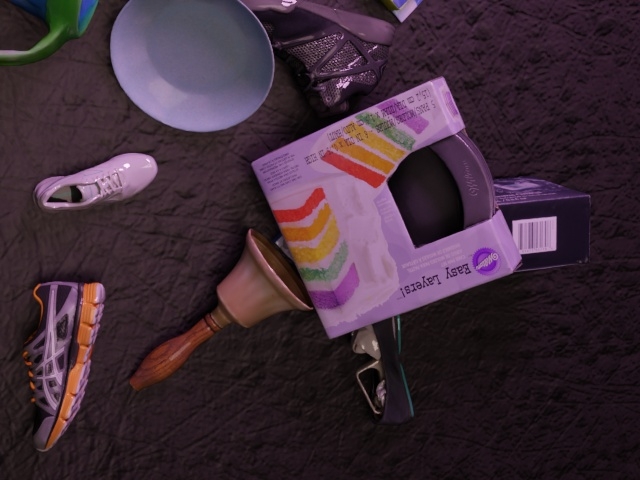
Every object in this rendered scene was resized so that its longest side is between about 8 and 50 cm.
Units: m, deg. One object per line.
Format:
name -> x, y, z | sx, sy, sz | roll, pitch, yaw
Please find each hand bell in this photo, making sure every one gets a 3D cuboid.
hand bell -> -0.139, 0.109, 1.361 | 0.242, 0.126, 0.126 | -39, 110, 7

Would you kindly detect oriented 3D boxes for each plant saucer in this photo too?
plant saucer -> -0.147, -0.220, 1.281 | 0.195, 0.037, 0.195 | 4, 127, 5

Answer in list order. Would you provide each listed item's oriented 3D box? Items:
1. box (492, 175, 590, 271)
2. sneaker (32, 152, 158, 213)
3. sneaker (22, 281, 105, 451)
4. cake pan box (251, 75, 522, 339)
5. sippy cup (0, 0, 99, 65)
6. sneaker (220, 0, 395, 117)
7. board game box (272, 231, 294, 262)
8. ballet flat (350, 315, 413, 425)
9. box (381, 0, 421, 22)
box -> 0.239, -0.022, 1.404 | 0.156, 0.158, 0.093 | -6, 103, -16
sneaker -> -0.264, -0.062, 1.296 | 0.152, 0.061, 0.054 | -20, 104, -14
sneaker -> -0.321, 0.148, 1.317 | 0.083, 0.084, 0.215 | 13, 94, -6
cake pan box -> 0.082, -0.036, 1.309 | 0.267, 0.070, 0.246 | -21, 96, 24
sippy cup -> -0.326, -0.357, 1.143 | 0.224, 0.305, 0.240 | 19, 139, -9
sneaker -> -0.025, -0.223, 1.321 | 0.227, 0.087, 0.130 | 11, 91, -24
board game box -> 0.000, 0.000, 1.409 | 0.090, 0.020, 0.090 | -45, 109, -4
ballet flat -> 0.077, 0.154, 1.440 | 0.074, 0.074, 0.203 | -13, 107, -14
box -> 0.084, -0.370, 1.349 | 0.109, 0.042, 0.178 | -46, 109, -3
